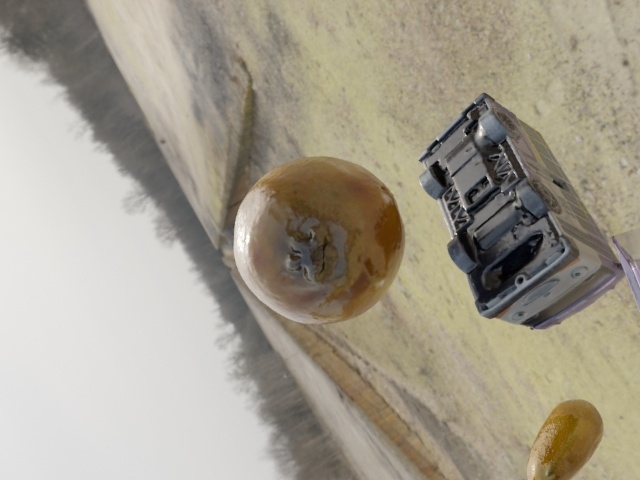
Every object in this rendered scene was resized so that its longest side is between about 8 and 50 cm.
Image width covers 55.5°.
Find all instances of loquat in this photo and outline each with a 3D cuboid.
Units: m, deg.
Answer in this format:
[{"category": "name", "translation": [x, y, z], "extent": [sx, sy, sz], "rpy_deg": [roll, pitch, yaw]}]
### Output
[{"category": "loquat", "translation": [0.000, 0.000, 1.137], "extent": [0.328, 0.329, 0.328], "rpy_deg": [58, 170, 16]}]

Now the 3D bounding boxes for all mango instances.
[{"category": "mango", "translation": [0.501, 0.420, 1.257], "extent": [0.109, 0.227, 0.147], "rpy_deg": [41, 149, 14]}]

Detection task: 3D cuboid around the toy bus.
[{"category": "toy bus", "translation": [0.375, -0.048, 1.173], "extent": [0.250, 0.209, 0.439], "rpy_deg": [23, -143, -31]}]

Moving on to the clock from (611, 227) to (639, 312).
[{"category": "clock", "translation": [0.374, 0.067, 0.646], "extent": [0.150, 0.063, 0.197], "rpy_deg": [69, -158, -1]}]
